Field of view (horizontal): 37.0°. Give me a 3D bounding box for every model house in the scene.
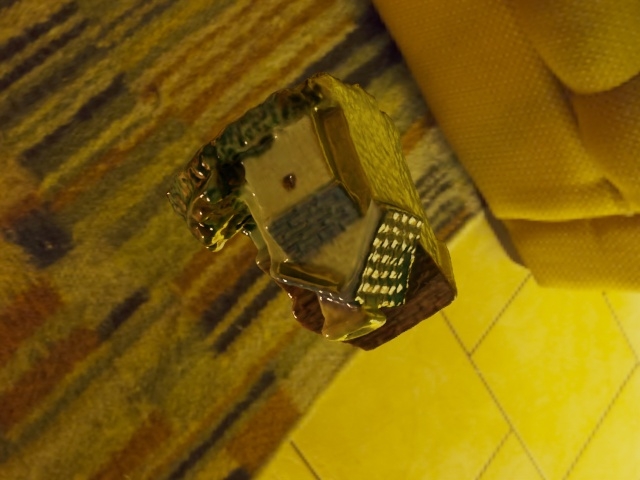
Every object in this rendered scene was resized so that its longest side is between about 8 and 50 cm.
[{"bbox_3d":[0.000,0.000,0.793,0.189,0.195,0.214,62,14,15],"label":"model house"}]
